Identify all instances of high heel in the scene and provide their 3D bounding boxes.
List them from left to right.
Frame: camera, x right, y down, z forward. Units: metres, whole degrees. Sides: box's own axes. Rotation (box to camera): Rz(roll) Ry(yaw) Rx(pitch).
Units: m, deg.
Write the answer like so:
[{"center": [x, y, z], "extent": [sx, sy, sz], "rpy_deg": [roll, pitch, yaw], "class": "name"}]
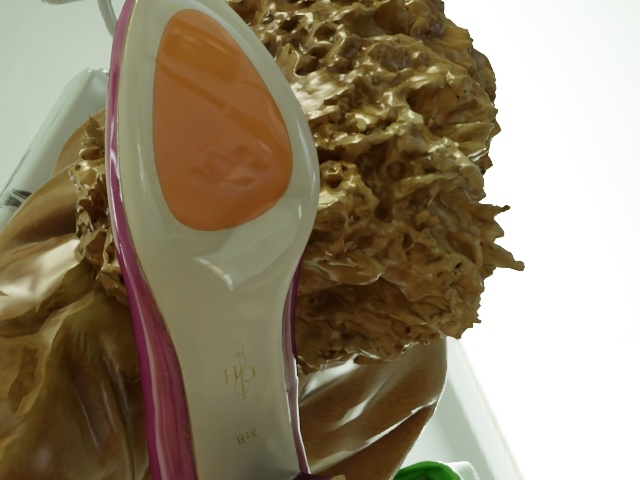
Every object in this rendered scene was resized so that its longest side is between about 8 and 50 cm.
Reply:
[{"center": [-0.046, 0.026, 0.562], "extent": [0.082, 0.117, 0.244], "rpy_deg": [-20, -86, -28], "class": "high heel"}]

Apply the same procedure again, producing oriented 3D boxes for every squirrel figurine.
[{"center": [-0.086, 0.024, 0.721], "extent": [0.281, 0.370, 0.397], "rpy_deg": [47, -57, 12], "class": "squirrel figurine"}]

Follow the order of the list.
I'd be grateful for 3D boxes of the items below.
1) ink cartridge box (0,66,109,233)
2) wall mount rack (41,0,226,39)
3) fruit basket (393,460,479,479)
[{"center": [-0.164, 0.038, 1.088], "extent": [0.197, 0.114, 0.273], "rpy_deg": [33, -100, -17], "class": "ink cartridge box"}, {"center": [-0.120, -0.342, 1.288], "extent": [0.304, 0.130, 0.350], "rpy_deg": [-13, -73, -11], "class": "wall mount rack"}, {"center": [0.091, 0.403, 1.369], "extent": [0.283, 0.392, 0.392], "rpy_deg": [-23, -55, 23], "class": "fruit basket"}]
